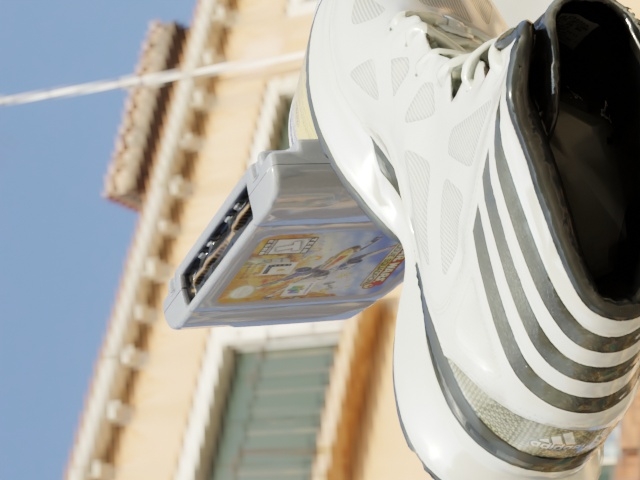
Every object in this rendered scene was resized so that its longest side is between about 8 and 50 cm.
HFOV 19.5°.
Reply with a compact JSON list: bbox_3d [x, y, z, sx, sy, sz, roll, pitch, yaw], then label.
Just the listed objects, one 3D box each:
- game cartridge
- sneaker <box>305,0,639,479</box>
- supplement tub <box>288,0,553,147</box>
[{"bbox_3d":[0.000,0.000,1.584,0.198,0.297,0.062,1,-115,-22],"label":"game cartridge"},{"bbox_3d":[0.123,-0.086,1.112,0.169,0.257,0.447,4,-133,-20],"label":"sneaker"},{"bbox_3d":[0.102,-0.154,1.771,0.331,0.241,0.241,110,169,-70],"label":"supplement tub"}]
